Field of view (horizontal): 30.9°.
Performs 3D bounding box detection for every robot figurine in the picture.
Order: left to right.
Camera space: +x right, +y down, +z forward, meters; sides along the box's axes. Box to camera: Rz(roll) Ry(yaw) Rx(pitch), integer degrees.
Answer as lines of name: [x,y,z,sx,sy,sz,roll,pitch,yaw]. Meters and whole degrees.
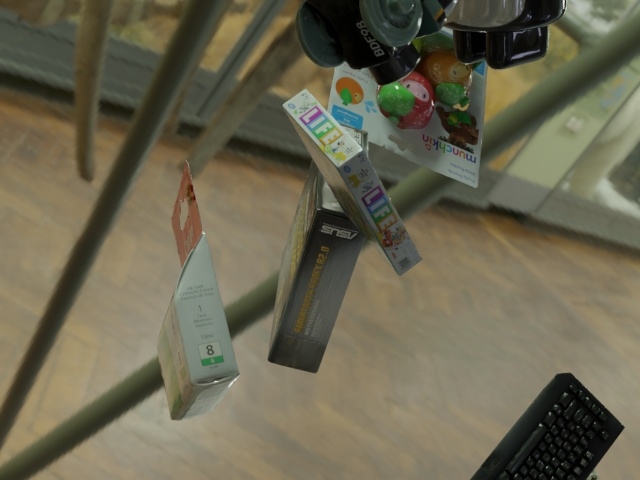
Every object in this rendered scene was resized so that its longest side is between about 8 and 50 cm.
robot figurine: [0.227,-0.361,1.448,0.209,0.278,0.173,1,21,15]

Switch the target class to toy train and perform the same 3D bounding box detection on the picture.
toy train: [0.018,-0.319,1.125,0.334,0.142,0.190,54,54,-21]

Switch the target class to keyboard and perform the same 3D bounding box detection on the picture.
keyboard: [0.270,0.337,1.414,0.201,0.317,0.033,46,-16,-12]

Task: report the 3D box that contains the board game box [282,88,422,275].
board game box: [0.029,-0.049,1.001,0.103,0.026,0.154,50,-5,43]

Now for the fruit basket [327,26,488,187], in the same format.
fruit basket: [0.180,-0.305,2.149,0.327,0.165,0.353,22,53,-20]

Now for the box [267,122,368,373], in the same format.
box: [0.000,0.000,1.227,0.056,0.183,0.231,16,28,-6]

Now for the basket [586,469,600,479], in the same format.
basket: [0.301,0.365,1.586,0.113,0.167,0.103,-6,69,-45]

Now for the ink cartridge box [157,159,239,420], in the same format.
ink cartridge box: [-0.143,0.057,1.181,0.056,0.181,0.225,-12,74,-17]
